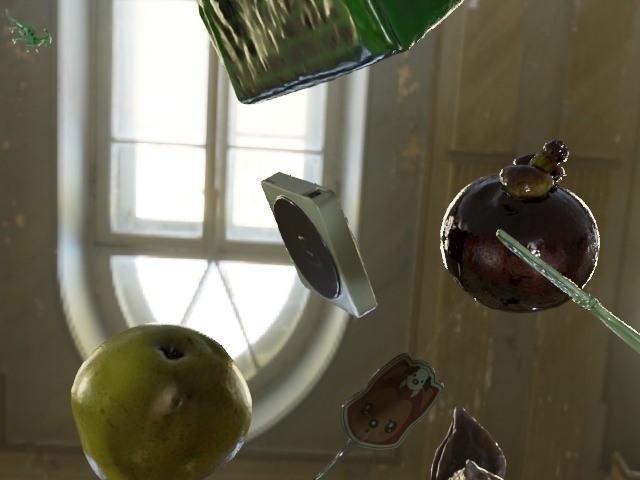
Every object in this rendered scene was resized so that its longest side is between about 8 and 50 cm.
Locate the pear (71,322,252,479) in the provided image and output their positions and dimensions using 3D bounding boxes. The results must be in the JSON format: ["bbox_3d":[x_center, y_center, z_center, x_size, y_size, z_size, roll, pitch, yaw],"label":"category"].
[{"bbox_3d":[-0.254,0.266,1.482,0.294,0.294,0.294,3,-168,-1],"label":"pear"}]

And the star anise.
[{"bbox_3d":[0.100,0.270,0.743,0.081,0.262,0.230,19,175,-6],"label":"star anise"}]

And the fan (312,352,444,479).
[{"bbox_3d":[0.060,0.232,1.138,0.132,0.220,0.009,41,-177,-40],"label":"fan"}]

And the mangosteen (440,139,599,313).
[{"bbox_3d":[0.363,-0.010,1.696,0.297,0.293,0.297,-12,-135,12],"label":"mangosteen"}]

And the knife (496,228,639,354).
[{"bbox_3d":[0.331,0.080,1.117,0.293,0.020,0.043,39,178,6],"label":"knife"}]

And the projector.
[{"bbox_3d":[0.000,0.000,1.791,0.079,0.259,0.257,-29,-156,-18],"label":"projector"}]

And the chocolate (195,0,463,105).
[{"bbox_3d":[-0.030,-0.335,0.934,0.161,0.341,0.360,-30,-167,-23],"label":"chocolate"}]

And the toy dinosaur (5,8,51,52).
[{"bbox_3d":[-0.487,-0.350,1.535,0.062,0.083,0.021,-12,-141,-10],"label":"toy dinosaur"}]
